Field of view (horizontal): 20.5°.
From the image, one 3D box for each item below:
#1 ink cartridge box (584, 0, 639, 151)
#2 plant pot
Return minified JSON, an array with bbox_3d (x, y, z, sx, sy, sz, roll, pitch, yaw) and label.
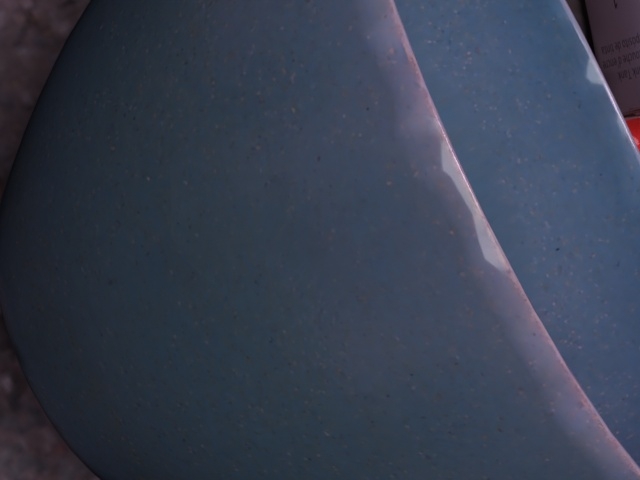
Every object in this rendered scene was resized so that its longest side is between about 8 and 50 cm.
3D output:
[{"bbox_3d":[0.273,-0.088,0.819,0.296,0.066,0.261,-12,92,-18],"label":"ink cartridge box"},{"bbox_3d":[0.000,0.000,0.645,0.195,0.290,0.290,-25,99,20],"label":"plant pot"}]
